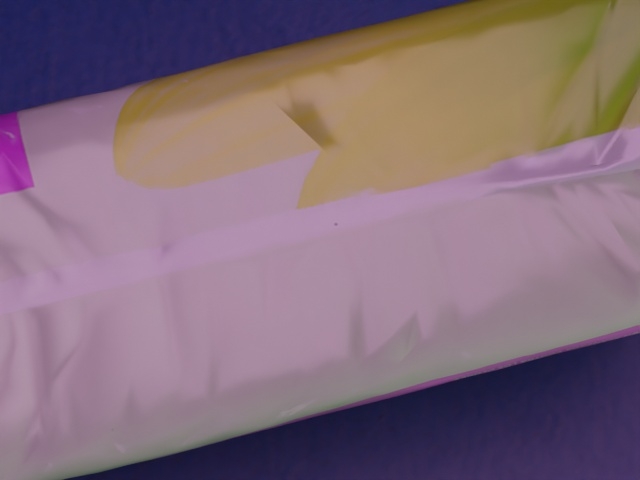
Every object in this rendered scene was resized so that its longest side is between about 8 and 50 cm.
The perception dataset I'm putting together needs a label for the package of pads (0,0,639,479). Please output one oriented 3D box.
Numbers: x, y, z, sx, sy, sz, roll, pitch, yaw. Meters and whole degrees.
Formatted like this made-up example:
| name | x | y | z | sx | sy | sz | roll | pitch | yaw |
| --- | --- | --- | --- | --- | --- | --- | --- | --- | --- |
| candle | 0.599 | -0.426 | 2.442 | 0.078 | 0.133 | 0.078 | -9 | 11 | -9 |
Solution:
| name | x | y | z | sx | sy | sz | roll | pitch | yaw |
| --- | --- | --- | --- | --- | --- | --- | --- | --- | --- |
| package of pads | 0.000 | 0.000 | 0.464 | 0.296 | 0.229 | 0.101 | -13 | 88 | -3 |
